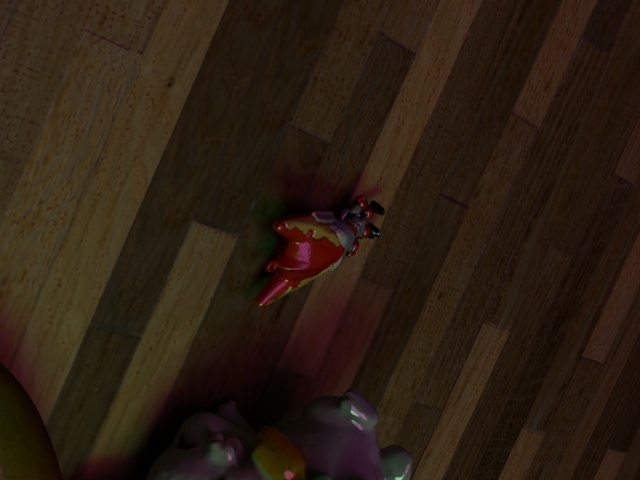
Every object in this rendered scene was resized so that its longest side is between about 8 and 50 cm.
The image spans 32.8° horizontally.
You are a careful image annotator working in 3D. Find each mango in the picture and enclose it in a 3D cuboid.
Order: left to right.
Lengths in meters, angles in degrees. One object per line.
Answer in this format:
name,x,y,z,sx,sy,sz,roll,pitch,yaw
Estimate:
mango,-0.294,0.200,0.923,0.146,0.129,0.289,-14,114,-25

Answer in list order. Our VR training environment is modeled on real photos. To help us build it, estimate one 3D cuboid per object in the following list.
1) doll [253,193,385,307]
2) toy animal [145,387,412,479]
doll,0.000,0.000,1.140,0.169,0.057,0.109,-30,145,-46
toy animal,-0.076,0.262,1.092,0.325,0.208,0.154,-31,151,-22
